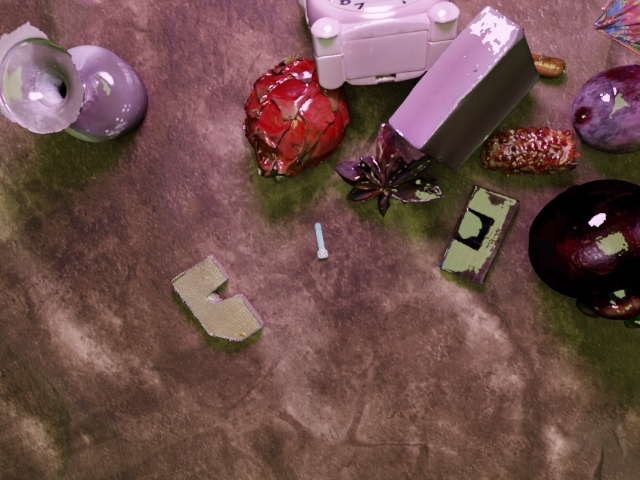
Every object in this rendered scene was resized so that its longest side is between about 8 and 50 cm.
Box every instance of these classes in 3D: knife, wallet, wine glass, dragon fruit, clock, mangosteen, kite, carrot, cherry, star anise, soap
[{"bbox_3d":[0.000,0.000,1.301,0.027,0.010,0.096,-9,97,9],"label":"knife"},{"bbox_3d":[0.396,-0.013,1.234,0.124,0.042,0.230,20,104,0],"label":"wallet"},{"bbox_3d":[-0.552,-0.345,1.147,0.238,0.323,0.237,1,100,5],"label":"wine glass"},{"bbox_3d":[-0.059,-0.278,1.152,0.244,0.244,0.298,26,96,2],"label":"dragon fruit"},{"bbox_3d":[0.121,-0.497,1.056,0.342,0.184,0.325,-4,59,-1],"label":"clock"},{"bbox_3d":[0.608,0.023,1.078,0.297,0.297,0.313,9,62,5],"label":"mangosteen"},{"bbox_3d":[0.713,-0.522,1.117,0.184,0.014,0.241,-8,98,7],"label":"kite"},{"bbox_3d":[0.446,-0.424,1.154,0.255,0.049,0.049,15,102,8],"label":"carrot"},{"bbox_3d":[0.650,-0.283,1.085,0.195,0.195,0.195,1,100,7],"label":"cherry"},{"bbox_3d":[0.163,-0.147,1.171,0.212,0.129,0.283,34,142,-20],"label":"star anise"},{"bbox_3d":[0.316,-0.298,1.043,0.285,0.296,0.107,-48,68,19],"label":"soap"}]

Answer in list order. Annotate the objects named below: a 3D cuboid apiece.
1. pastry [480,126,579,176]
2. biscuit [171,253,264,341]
[{"bbox_3d":[0.490,-0.208,1.162,0.209,0.097,0.115,5,91,8],"label":"pastry"},{"bbox_3d":[-0.279,0.169,1.347,0.147,0.046,0.250,-36,93,10],"label":"biscuit"}]
